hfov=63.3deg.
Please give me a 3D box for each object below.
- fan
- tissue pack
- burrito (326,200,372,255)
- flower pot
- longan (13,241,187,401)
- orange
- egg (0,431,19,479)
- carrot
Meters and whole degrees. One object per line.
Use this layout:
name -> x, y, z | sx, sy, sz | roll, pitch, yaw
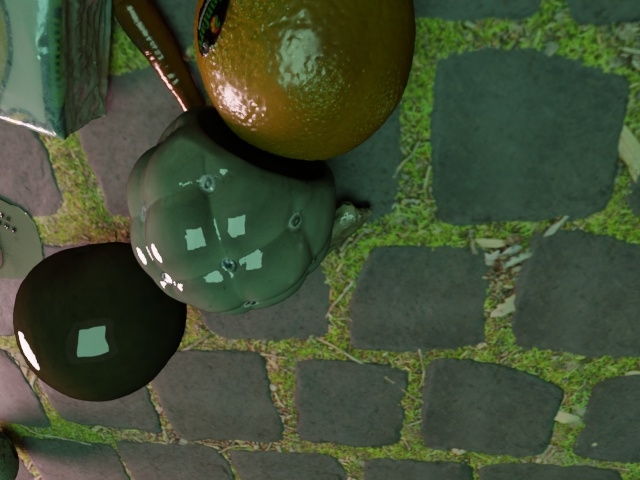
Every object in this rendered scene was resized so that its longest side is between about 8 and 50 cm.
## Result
fan -> -0.572, 0.042, 0.874 | 0.182, 0.010, 0.310 | 30, 121, -11
tissue pack -> -0.404, -0.272, 0.582 | 0.311, 0.128, 0.227 | 18, 123, -1
burrito -> 0.000, 0.002, 0.738 | 0.051, 0.042, 0.171 | 20, 134, -40
flower pot -> -0.104, -0.032, 0.619 | 0.246, 0.246, 0.195 | 25, 114, -7
longan -> -0.315, 0.109, 0.756 | 0.248, 0.248, 0.248 | 4, 123, 6
orange -> -0.016, -0.197, 0.515 | 0.237, 0.236, 0.236 | 4, 123, 6
egg -> -0.714, 0.473, 1.098 | 0.132, 0.132, 0.172 | -9, 130, 14
carrot -> -0.180, -0.204, 0.641 | 0.048, 0.048, 0.216 | -17, 123, 19
